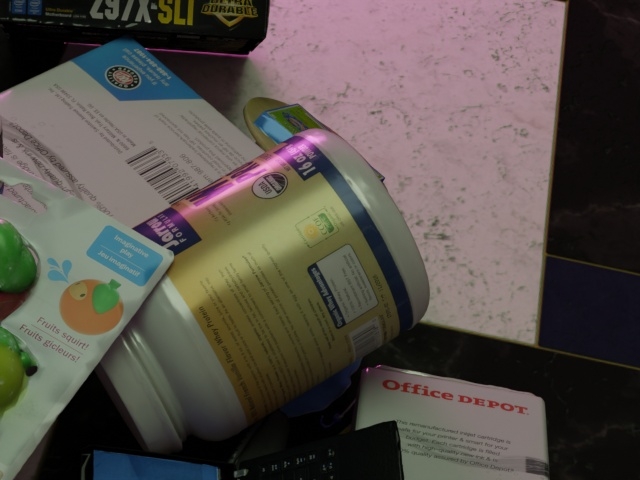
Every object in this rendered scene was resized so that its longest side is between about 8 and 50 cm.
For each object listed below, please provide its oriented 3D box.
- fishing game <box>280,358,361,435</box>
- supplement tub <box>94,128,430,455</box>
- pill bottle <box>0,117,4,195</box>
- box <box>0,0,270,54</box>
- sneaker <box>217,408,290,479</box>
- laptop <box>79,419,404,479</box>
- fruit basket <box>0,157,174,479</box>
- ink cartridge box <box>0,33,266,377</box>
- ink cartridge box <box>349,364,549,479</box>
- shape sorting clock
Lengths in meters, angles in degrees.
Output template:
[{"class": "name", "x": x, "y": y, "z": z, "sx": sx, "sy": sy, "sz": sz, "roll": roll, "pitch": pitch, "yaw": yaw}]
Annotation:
[{"class": "fishing game", "x": -0.034, "y": 0.095, "z": 1.715, "sx": 0.189, "sy": 0.041, "sz": 0.264, "roll": -34, "pitch": 89, "yaw": -27}, {"class": "supplement tub", "x": -0.077, "y": 0.055, "z": 1.573, "sx": 0.316, "sy": 0.228, "sz": 0.228, "roll": -30, "pitch": 58, "yaw": -12}, {"class": "pill bottle", "x": -0.359, "y": -0.097, "z": 1.614, "sx": 0.078, "sy": 0.137, "sz": 0.078, "roll": 5, "pitch": 48, "yaw": -6}, {"class": "box", "x": -0.232, "y": -0.283, "z": 1.973, "sx": 0.322, "sy": 0.079, "sz": 0.257, "roll": 3, "pitch": 3, "yaw": -7}, {"class": "sneaker", "x": -0.070, "y": 0.309, "z": 1.555, "sx": 0.146, "sy": 0.122, "sz": 0.330, "roll": 29, "pitch": 47, "yaw": -6}, {"class": "laptop", "x": -0.066, "y": 0.274, "z": 1.406, "sx": 0.264, "sy": 0.136, "sz": 0.234, "roll": -18, "pitch": 57, "yaw": 22}, {"class": "fruit basket", "x": -0.353, "y": 0.056, "z": 1.389, "sx": 0.327, "sy": 0.165, "sz": 0.353, "roll": 29, "pitch": 64, "yaw": 9}, {"class": "ink cartridge box", "x": -0.284, "y": -0.025, "z": 1.770, "sx": 0.395, "sy": 0.166, "sz": 0.285, "roll": -31, "pitch": 59, "yaw": -32}, {"class": "ink cartridge box", "x": 0.120, "y": 0.262, "z": 1.583, "sx": 0.197, "sy": 0.114, "sz": 0.273, "roll": 11, "pitch": 34, "yaw": -1}, {"class": "shape sorting clock", "x": -0.005, "y": -0.096, "z": 1.865, "sx": 0.206, "sy": 0.040, "sz": 0.206, "roll": 35, "pitch": 18, "yaw": -13}]
